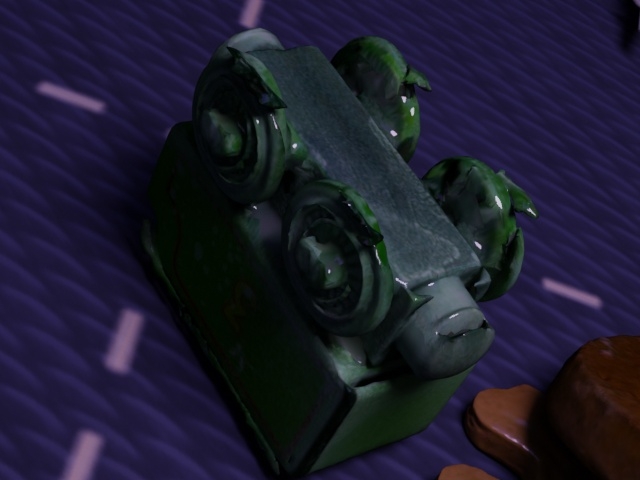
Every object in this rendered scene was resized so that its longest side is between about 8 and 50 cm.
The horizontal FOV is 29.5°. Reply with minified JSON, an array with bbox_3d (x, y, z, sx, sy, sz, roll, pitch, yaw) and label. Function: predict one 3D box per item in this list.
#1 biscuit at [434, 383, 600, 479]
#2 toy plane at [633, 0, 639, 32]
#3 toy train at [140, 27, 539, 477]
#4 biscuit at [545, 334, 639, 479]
[{"bbox_3d":[0.180,0.184,0.730,0.236,0.040,0.144,30,50,7],"label":"biscuit"},{"bbox_3d":[0.337,-0.224,1.151,0.162,0.065,0.171,-17,57,-34],"label":"toy plane"},{"bbox_3d":[0.000,0.000,0.701,0.132,0.188,0.243,-12,57,-38],"label":"toy train"},{"bbox_3d":[0.311,0.155,0.696,0.314,0.063,0.367,8,17,-33],"label":"biscuit"}]
